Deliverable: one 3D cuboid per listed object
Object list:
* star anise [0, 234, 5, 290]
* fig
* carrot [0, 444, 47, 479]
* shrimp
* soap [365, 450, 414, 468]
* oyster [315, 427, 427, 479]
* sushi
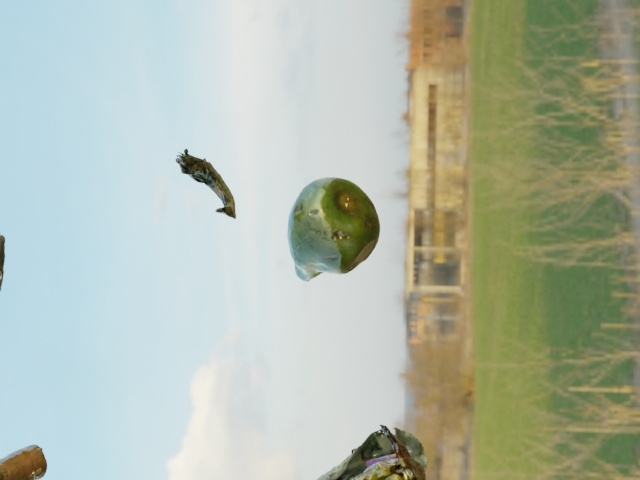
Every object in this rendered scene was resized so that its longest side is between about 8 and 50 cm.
[{"bbox_3d":[-0.553,0.078,1.514,0.198,0.110,0.258,-59,27,34],"label":"star anise"},{"bbox_3d":[0.000,0.000,2.114,0.275,0.206,0.206,-50,25,44],"label":"fig"},{"bbox_3d":[-0.802,0.584,2.404,0.263,0.101,0.102,-8,-80,-59],"label":"carrot"},{"bbox_3d":[-0.228,-0.113,2.000,0.150,0.051,0.217,60,-169,23],"label":"shrimp"},{"bbox_3d":[0.165,0.541,1.997,0.122,0.065,0.203,-42,60,61],"label":"soap"},{"bbox_3d":[0.120,0.505,2.108,0.252,0.199,0.087,-52,17,-24],"label":"oyster"},{"bbox_3d":[0.119,0.511,1.813,0.296,0.166,0.179,-62,-15,0],"label":"sushi"}]
